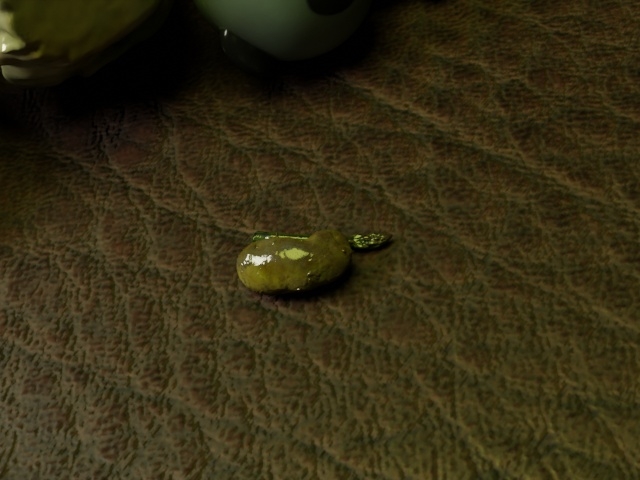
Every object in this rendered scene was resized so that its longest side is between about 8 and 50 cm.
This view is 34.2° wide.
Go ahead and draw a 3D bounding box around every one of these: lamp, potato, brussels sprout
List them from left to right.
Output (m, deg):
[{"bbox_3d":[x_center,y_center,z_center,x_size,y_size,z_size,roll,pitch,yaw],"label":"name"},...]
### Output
[{"bbox_3d":[-0.271,-0.263,0.955,0.344,0.268,0.344,-22,46,24],"label":"brussels sprout"},{"bbox_3d":[-0.019,0.018,0.790,0.092,0.045,0.046,-8,20,7],"label":"potato"},{"bbox_3d":[-0.007,-0.267,0.932,0.244,0.197,0.198,-22,47,-22],"label":"lamp"}]

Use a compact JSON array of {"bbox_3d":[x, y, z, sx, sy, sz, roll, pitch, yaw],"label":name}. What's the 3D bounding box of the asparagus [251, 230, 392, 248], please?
[{"bbox_3d":[0.000,0.000,0.818,0.114,0.014,0.015,2,70,19],"label":"asparagus"}]
